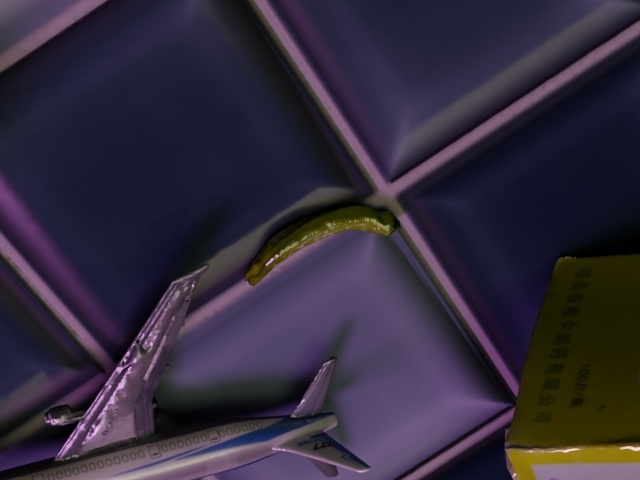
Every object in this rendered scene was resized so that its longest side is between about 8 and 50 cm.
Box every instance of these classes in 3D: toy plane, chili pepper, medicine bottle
[{"bbox_3d":[-0.090,0.114,0.695,0.226,0.058,0.226,-7,123,-8],"label":"toy plane"},{"bbox_3d":[0.000,0.001,0.681,0.083,0.017,0.030,-16,122,-7],"label":"chili pepper"},{"bbox_3d":[0.230,0.094,0.660,0.250,0.137,0.141,-5,126,30],"label":"medicine bottle"}]
